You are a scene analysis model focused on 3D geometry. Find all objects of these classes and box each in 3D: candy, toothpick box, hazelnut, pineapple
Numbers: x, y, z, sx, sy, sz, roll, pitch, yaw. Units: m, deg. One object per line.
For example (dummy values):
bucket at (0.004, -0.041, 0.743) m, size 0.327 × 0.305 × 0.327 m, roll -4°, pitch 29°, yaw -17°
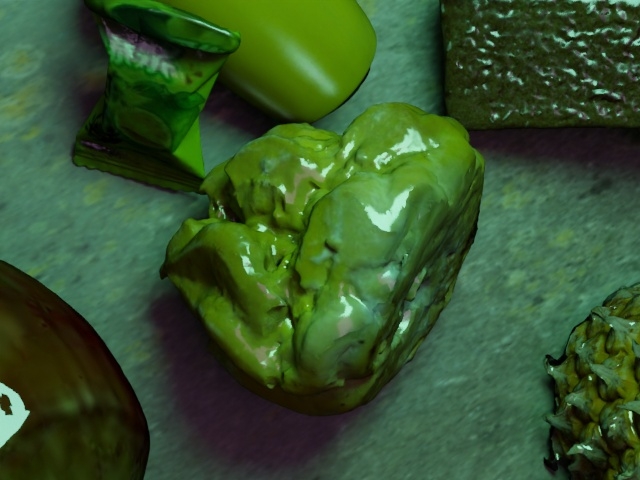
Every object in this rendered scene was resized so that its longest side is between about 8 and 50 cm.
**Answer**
candy at (-0.166, -0.143, 1.148) m, size 0.149 × 0.246 × 0.069 m, roll 17°, pitch 45°, yaw -3°
toothpick box at (-0.070, -0.237, 1.170) m, size 0.271 × 0.175 × 0.175 m, roll 41°, pitch 78°, yaw -33°
hazelnut at (-0.360, 0.205, 1.014) m, size 0.421 × 0.353 × 0.420 m, roll 0°, pitch 87°, yaw 9°
pineapple at (0.441, 0.192, 1.282) m, size 0.352 × 0.300 × 0.352 m, roll -1°, pitch 93°, yaw -22°

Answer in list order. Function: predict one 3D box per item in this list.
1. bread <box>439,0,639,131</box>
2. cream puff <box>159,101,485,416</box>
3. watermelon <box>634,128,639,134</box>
bread at (0.335, -0.199, 1.256) m, size 0.417 × 0.113 × 0.165 m, roll 2°, pitch 104°, yaw 11°
cream puff at (0.001, -0.001, 1.183) m, size 0.257 × 0.291 × 0.324 m, roll 25°, pitch 97°, yaw 14°
watermelon at (0.409, -0.224, 1.350) m, size 0.140 × 0.193 × 0.256 m, roll -27°, pitch 98°, yaw -59°
